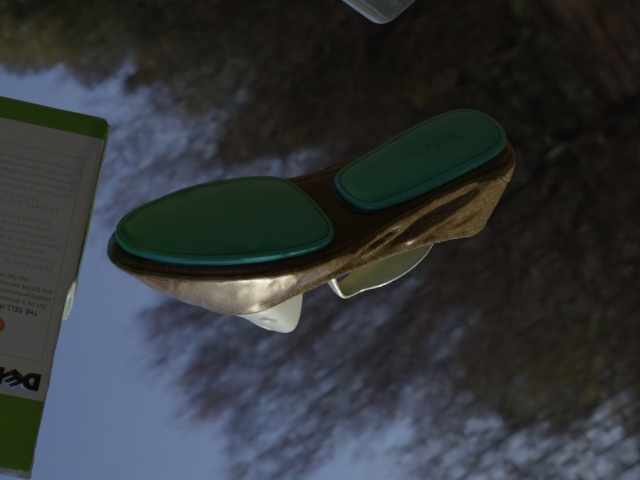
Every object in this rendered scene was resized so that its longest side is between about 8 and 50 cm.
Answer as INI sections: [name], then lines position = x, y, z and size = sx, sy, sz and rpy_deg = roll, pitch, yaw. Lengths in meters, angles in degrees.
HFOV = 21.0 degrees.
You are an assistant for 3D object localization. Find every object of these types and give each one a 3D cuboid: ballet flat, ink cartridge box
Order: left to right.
[ink cartridge box]
position = -0.264, 0.027, 1.191
size = 0.097, 0.188, 0.255
rpy_deg = 127, 154, -73
[ballet flat]
position = 0.000, 0.000, 1.337
size = 0.116, 0.342, 0.124
rpy_deg = 46, 147, 40

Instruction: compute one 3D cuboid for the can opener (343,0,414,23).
[can opener]
position = -0.026, -0.190, 1.066
size = 0.074, 0.093, 0.280
rpy_deg = 54, -162, 21
